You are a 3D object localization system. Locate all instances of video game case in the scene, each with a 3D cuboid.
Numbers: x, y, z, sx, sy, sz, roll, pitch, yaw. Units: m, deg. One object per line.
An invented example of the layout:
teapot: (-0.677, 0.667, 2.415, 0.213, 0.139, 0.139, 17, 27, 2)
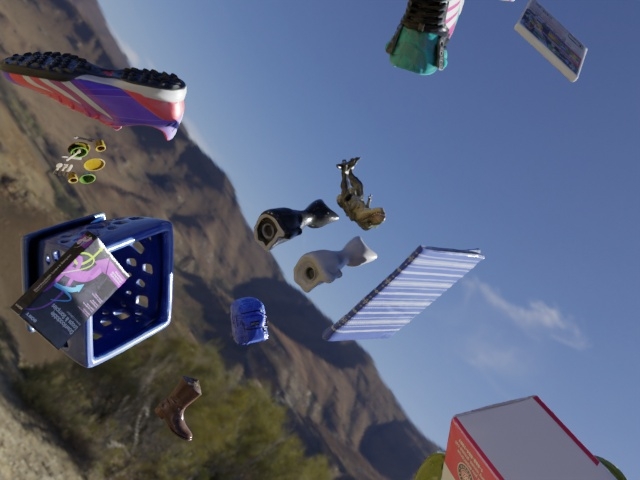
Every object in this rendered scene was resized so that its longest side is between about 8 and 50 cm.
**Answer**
video game case: (0.585, -0.509, 1.779, 0.201, 0.183, 0.023, 41, -45, -6)

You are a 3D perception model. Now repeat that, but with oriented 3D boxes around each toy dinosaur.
toy dinosaur: (0.058, -0.093, 1.328, 0.268, 0.063, 0.118, -129, -148, -75)

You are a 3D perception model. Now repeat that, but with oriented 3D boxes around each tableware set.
tableware set: (-0.534, -0.177, 1.595, 0.154, 0.104, 0.024, -42, -123, 38)

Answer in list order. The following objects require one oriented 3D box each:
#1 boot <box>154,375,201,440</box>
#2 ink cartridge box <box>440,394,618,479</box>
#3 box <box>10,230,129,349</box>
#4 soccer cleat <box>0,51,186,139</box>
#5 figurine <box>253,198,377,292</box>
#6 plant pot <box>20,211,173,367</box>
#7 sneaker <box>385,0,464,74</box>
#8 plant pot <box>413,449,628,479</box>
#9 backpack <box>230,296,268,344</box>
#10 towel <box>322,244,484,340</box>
boot: (-0.281, 0.354, 1.491, 0.106, 0.114, 0.037, 43, 10, -3)
ink cartridge box: (0.185, 0.291, 0.632, 0.172, 0.100, 0.237, -128, -146, -54)
box: (-0.383, 0.079, 1.091, 0.029, 0.162, 0.116, 29, -23, 31)
soccer cleat: (-0.403, -0.255, 1.247, 0.109, 0.317, 0.117, -104, -155, -59)
figurine: (0.000, 0.000, 1.531, 0.215, 0.209, 0.092, 45, -50, 20)
plant pot: (-0.443, 0.075, 1.374, 0.212, 0.236, 0.236, 15, -68, 26)
sneaker: (0.187, -0.399, 1.282, 0.123, 0.179, 0.295, 21, 1, 13)
plant pot: (0.368, 0.572, 1.388, 0.352, 0.367, 0.366, 17, -2, -13)
backpack: (-0.192, 0.219, 1.939, 0.101, 0.097, 0.120, 14, -69, 62)
towel: (0.177, 0.117, 1.542, 0.243, 0.336, 0.040, 4, 49, -46)
